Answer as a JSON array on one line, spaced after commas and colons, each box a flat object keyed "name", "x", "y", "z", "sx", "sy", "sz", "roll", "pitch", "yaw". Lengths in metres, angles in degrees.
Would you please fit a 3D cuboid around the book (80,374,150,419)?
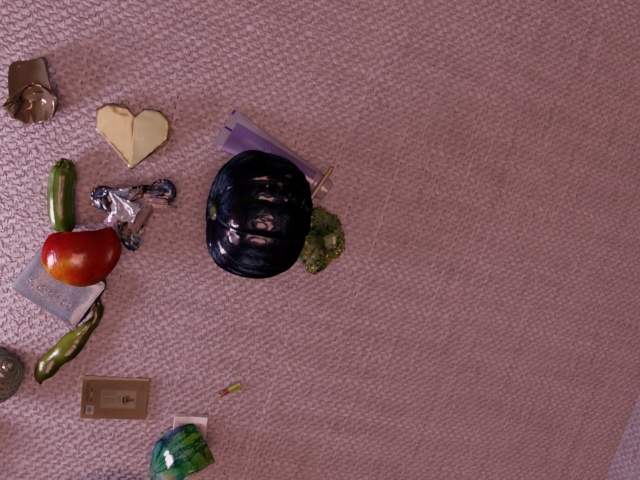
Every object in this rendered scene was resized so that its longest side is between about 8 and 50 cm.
[{"name": "book", "x": -0.645, "y": 0.495, "z": 1.617, "sx": 0.199, "sy": 0.016, "sz": 0.138, "roll": 7, "pitch": 98, "yaw": -14}]

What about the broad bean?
[{"name": "broad bean", "x": -0.748, "y": 0.293, "z": 1.541, "sx": 0.098, "sy": 0.056, "sz": 0.318, "roll": 30, "pitch": 84, "yaw": 1}]

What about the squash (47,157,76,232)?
[{"name": "squash", "x": -0.731, "y": -0.123, "z": 1.456, "sx": 0.077, "sy": 0.068, "sz": 0.219, "roll": 3, "pitch": 99, "yaw": -31}]

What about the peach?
[{"name": "peach", "x": -0.658, "y": 0.028, "z": 1.422, "sx": 0.190, "sy": 0.190, "sz": 0.192, "roll": 32, "pitch": 82, "yaw": -17}]

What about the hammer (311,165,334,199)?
[{"name": "hammer", "x": -0.016, "y": -0.143, "z": 1.547, "sx": 0.028, "sy": 0.060, "sz": 0.195, "roll": 33, "pitch": 91, "yaw": -18}]

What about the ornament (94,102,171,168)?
[{"name": "ornament", "x": -0.540, "y": -0.295, "z": 1.480, "sx": 0.201, "sy": 0.059, "sz": 0.180, "roll": 7, "pitch": 99, "yaw": -12}]

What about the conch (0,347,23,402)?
[{"name": "conch", "x": -0.962, "y": 0.400, "z": 1.466, "sx": 0.200, "sy": 0.131, "sz": 0.172, "roll": -39, "pitch": 107, "yaw": -5}]

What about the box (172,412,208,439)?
[{"name": "box", "x": -0.437, "y": 0.666, "z": 1.692, "sx": 0.109, "sy": 0.029, "sz": 0.198, "roll": 8, "pitch": 97, "yaw": -14}]

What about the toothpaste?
[{"name": "toothpaste", "x": -0.133, "y": -0.250, "z": 1.573, "sx": 0.371, "sy": 0.080, "sz": 0.125, "roll": 31, "pitch": 85, "yaw": -14}]

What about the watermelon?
[{"name": "watermelon", "x": -0.461, "y": 0.678, "z": 1.628, "sx": 0.231, "sy": 0.128, "sz": 0.146, "roll": -24, "pitch": 85, "yaw": -6}]

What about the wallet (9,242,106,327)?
[{"name": "wallet", "x": -0.756, "y": 0.133, "z": 1.498, "sx": 0.222, "sy": 0.036, "sz": 0.167, "roll": 37, "pitch": 83, "yaw": -11}]

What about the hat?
[{"name": "hat", "x": -0.769, "y": -0.410, "z": 1.403, "sx": 0.147, "sy": 0.085, "sz": 0.175, "roll": -5, "pitch": 79, "yaw": -1}]

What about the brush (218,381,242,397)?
[{"name": "brush", "x": -0.300, "y": 0.492, "z": 1.695, "sx": 0.083, "sy": 0.021, "sz": 0.019, "roll": -27, "pitch": 107, "yaw": -13}]

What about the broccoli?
[{"name": "broccoli", "x": 0.000, "y": 0.000, "z": 1.588, "sx": 0.194, "sy": 0.194, "sz": 0.219, "roll": 8, "pitch": 92, "yaw": -15}]

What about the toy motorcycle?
[{"name": "toy motorcycle", "x": -0.532, "y": -0.069, "z": 1.498, "sx": 0.239, "sy": 0.108, "sz": 0.204, "roll": -5, "pitch": 98, "yaw": 14}]

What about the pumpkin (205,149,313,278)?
[{"name": "pumpkin", "x": -0.175, "y": -0.069, "z": 1.446, "sx": 0.266, "sy": 0.363, "sz": 0.363, "roll": 10, "pitch": 98, "yaw": -27}]
